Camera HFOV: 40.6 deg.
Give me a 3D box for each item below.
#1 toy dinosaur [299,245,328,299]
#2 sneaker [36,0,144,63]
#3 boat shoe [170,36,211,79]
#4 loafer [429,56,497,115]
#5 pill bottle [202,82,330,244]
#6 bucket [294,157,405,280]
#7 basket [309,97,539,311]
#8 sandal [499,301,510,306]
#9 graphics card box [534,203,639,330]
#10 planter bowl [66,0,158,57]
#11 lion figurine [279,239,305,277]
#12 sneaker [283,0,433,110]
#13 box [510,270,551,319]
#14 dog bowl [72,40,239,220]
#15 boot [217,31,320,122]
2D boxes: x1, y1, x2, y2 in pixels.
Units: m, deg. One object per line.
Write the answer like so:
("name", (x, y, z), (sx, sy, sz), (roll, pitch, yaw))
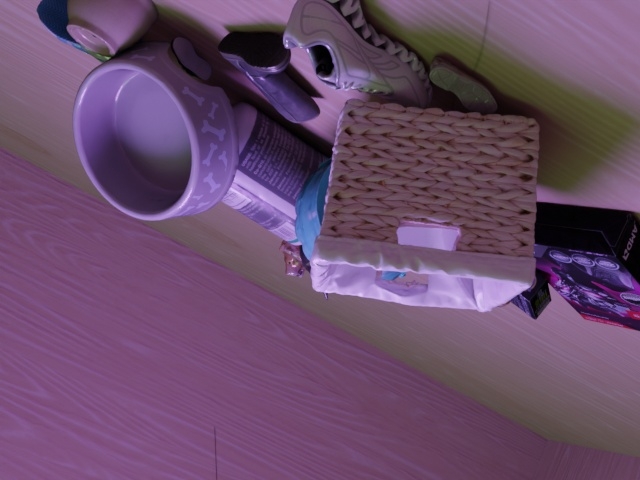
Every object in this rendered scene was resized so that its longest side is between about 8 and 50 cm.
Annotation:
("toy dinosaur", (0.000, 0.000, 2.153), (0.160, 0.314, 0.121), (-20, 165, 40))
("sneaker", (-0.458, -0.404, 1.725), (0.228, 0.087, 0.092), (29, 168, -7))
("boat shoe", (-0.256, -0.349, 1.659), (0.038, 0.046, 0.125), (13, 170, 28))
("loafer", (0.214, -0.232, 1.288), (0.125, 0.039, 0.045), (29, 133, -24))
("pill bottle", (-0.140, -0.159, 1.811), (0.361, 0.204, 0.204), (33, 164, -24))
("bucket", (0.094, -0.051, 1.674), (0.281, 0.281, 0.183), (27, 168, -6))
("basket", (0.159, -0.045, 1.396), (0.328, 0.267, 0.331), (7, 170, 1))
("sandal", (0.395, 0.087, 2.089), (0.240, 0.088, 0.079), (27, 136, -33))
("graphics card box", (0.544, 0.062, 1.648), (0.232, 0.094, 0.371), (12, 159, 46))
("planter bowl", (-0.391, -0.402, 1.565), (0.162, 0.109, 0.162), (24, 165, 7))
("lion figurine", (0.049, 0.027, 2.366), (0.240, 0.142, 0.392), (36, 150, -11))
("sneaker", (0.054, -0.262, 1.284), (0.292, 0.118, 0.110), (34, 162, -36))
("box", (0.376, 0.063, 1.814), (0.216, 0.060, 0.270), (39, 180, 21))
("dog bowl", (-0.324, -0.196, 1.638), (0.348, 0.349, 0.102), (19, -152, 24))
("boot", (-0.067, -0.277, 1.527), (0.189, 0.076, 0.208), (32, 168, 47))
